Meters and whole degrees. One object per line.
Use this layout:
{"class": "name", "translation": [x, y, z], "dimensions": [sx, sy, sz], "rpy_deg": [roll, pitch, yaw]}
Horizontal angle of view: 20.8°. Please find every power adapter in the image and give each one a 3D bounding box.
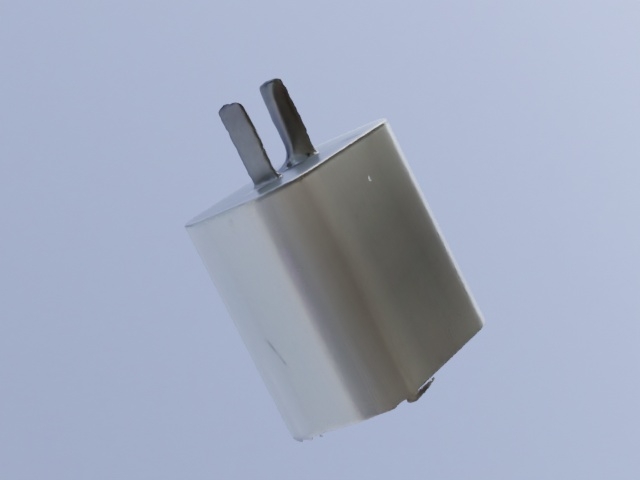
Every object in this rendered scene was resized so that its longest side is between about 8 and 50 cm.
{"class": "power adapter", "translation": [0.000, 0.000, 1.348], "dimensions": [0.187, 0.124, 0.255], "rpy_deg": [-37, -78, -53]}
